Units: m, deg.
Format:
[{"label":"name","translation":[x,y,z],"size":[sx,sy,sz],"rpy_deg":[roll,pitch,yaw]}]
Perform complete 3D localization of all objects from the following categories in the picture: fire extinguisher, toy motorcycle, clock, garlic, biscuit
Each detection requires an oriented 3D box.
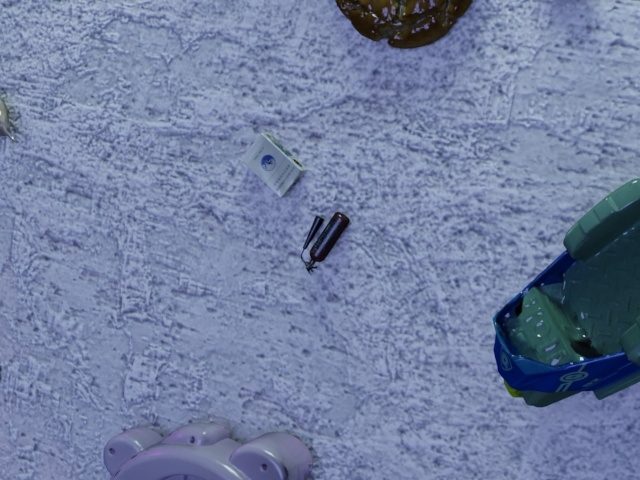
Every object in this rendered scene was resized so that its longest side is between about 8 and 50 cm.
[{"label":"fire extinguisher","translation":[-0.003,-0.001,1.504],"size":[0.046,0.032,0.100],"rpy_deg":[36,103,5]},{"label":"toy motorcycle","translation":[0.318,0.090,1.271],"size":[0.326,0.200,0.191],"rpy_deg":[-42,55,28]},{"label":"clock","translation":[-0.172,0.415,1.585],"size":[0.322,0.113,0.296],"rpy_deg":[5,98,25]},{"label":"garlic","translation":[-0.535,-0.204,1.703],"size":[0.152,0.066,0.084],"rpy_deg":[4,125,27]},{"label":"biscuit","translation":[0.106,-0.364,1.410],"size":[0.225,0.042,0.226],"rpy_deg":[3,99,23]}]

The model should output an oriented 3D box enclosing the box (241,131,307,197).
[{"label":"box","translation":[-0.066,-0.107,1.524],"size":[0.083,0.024,0.054],"rpy_deg":[43,113,12]}]
